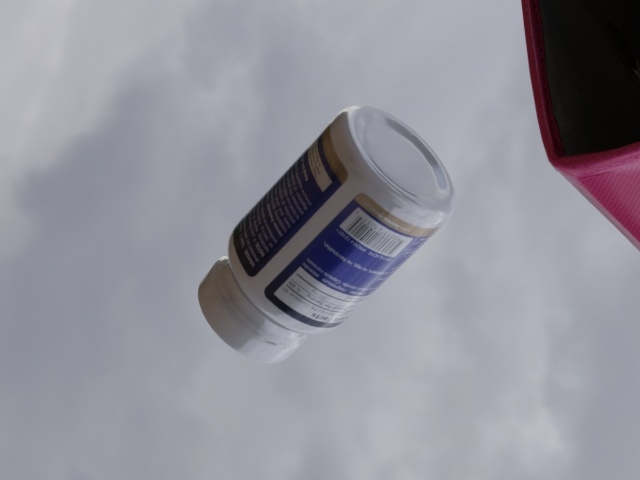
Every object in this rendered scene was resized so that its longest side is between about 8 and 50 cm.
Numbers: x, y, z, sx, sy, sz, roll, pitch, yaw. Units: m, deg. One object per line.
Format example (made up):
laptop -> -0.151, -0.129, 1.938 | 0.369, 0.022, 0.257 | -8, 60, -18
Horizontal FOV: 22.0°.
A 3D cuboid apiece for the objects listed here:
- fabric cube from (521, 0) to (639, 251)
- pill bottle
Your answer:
fabric cube -> 0.245, -0.108, 0.655 | 0.254, 0.258, 0.259 | -22, -129, 27
pill bottle -> 0.000, 0.000, 1.674 | 0.264, 0.153, 0.153 | -45, -146, 29
